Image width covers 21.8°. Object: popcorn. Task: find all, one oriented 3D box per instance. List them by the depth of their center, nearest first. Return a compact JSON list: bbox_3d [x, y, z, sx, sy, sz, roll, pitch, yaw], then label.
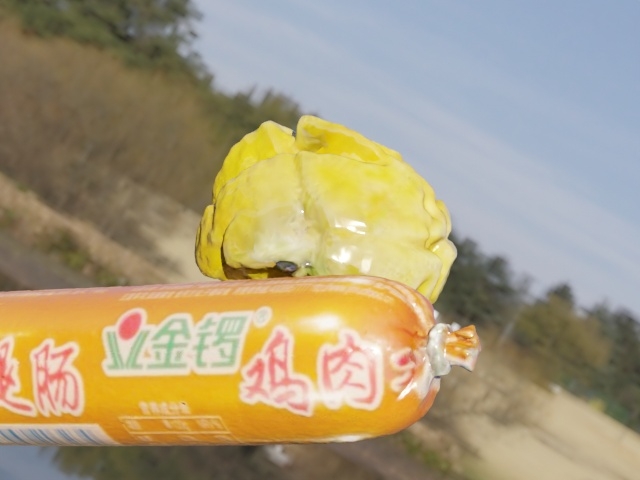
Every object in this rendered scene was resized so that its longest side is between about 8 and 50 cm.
[{"bbox_3d":[0.000,0.000,1.069,0.167,0.148,0.152,31,2,12],"label":"popcorn"}]

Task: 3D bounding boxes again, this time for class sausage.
[{"bbox_3d":[-0.059,0.066,0.893,0.312,0.093,0.093,-4,-21,30],"label":"sausage"}]
